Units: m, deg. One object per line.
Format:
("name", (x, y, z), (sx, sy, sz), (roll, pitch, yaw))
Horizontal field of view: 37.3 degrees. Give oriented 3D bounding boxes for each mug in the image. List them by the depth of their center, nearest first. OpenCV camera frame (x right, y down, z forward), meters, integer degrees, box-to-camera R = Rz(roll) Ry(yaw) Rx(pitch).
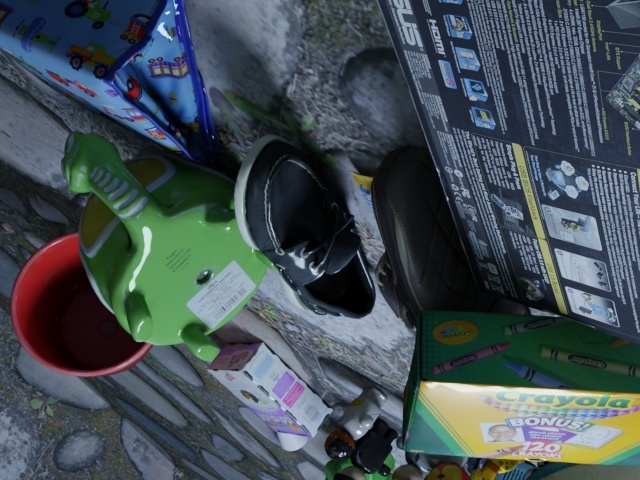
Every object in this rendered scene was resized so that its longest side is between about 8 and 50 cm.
("mug", (-0.070, 0.388, 1.955), (0.078, 0.062, 0.064), (7, 134, 39))

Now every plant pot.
("plant pot", (-0.418, 0.142, 1.790), (0.275, 0.275, 0.243), (35, 164, 7))

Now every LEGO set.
("LEGO set", (0.234, 0.301, 1.345), (0.227, 0.093, 0.087), (37, 156, 2))

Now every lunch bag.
("lunch bag", (-0.249, -0.195, 1.130), (0.220, 0.138, 0.293), (26, 162, 19))

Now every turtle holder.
("turtle holder", (-0.219, 0.001, 1.235), (0.227, 0.243, 0.320), (42, -158, 33))

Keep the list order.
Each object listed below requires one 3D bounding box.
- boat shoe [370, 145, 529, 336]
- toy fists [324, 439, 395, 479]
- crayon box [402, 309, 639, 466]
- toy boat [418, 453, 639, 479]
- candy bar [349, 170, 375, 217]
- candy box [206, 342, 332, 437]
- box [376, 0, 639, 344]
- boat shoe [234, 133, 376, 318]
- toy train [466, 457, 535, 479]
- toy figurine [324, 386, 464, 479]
("boat shoe", (0.117, 0.043, 1.014), (0.130, 0.132, 0.355), (16, 146, 40))
("toy fists", (0.078, 0.486, 1.819), (0.096, 0.142, 0.279), (23, 151, 30))
("crayon box", (0.227, 0.150, 0.944), (0.278, 0.081, 0.165), (3, 144, 1))
("toy boat", (0.273, 0.319, 1.203), (0.318, 0.148, 0.267), (15, 135, -17))
("candy bar", (0.080, -0.021, 1.090), (0.040, 0.018, 0.161), (14, 145, 43))
("candy box", (-0.098, 0.281, 1.791), (0.196, 0.070, 0.164), (46, 155, -18))
("box", (0.229, -0.066, 0.717), (0.318, 0.097, 0.395), (20, 150, 38))
("boat shoe", (-0.002, 0.004, 1.115), (0.113, 0.127, 0.340), (24, 154, 25))
("toy train", (0.269, 0.383, 1.463), (0.105, 0.080, 0.184), (24, 152, 15))
("toy figurine", (0.115, 0.364, 1.550), (0.213, 0.148, 0.210), (25, 152, 28))
